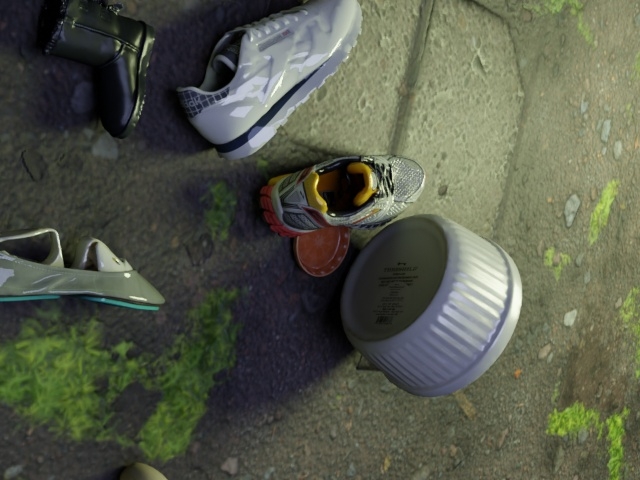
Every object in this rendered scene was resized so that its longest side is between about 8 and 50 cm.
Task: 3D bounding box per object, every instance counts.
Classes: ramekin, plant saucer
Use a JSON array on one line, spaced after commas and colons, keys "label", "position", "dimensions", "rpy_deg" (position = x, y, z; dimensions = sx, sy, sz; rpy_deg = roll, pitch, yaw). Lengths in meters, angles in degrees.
[{"label": "ramekin", "position": [0.118, 0.067, 1.081], "dimensions": [0.109, 0.207, 0.207], "rpy_deg": [35, 76, -34]}, {"label": "plant saucer", "position": [0.000, 0.000, 1.079], "dimensions": [0.083, 0.013, 0.083], "rpy_deg": [-11, 107, -40]}]

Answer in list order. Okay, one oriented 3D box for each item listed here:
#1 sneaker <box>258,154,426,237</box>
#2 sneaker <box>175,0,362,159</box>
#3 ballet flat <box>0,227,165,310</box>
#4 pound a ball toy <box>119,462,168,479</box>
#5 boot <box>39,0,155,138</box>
[{"label": "sneaker", "position": [0.044, -0.053, 1.039], "dimensions": [0.225, 0.093, 0.088], "rpy_deg": [-17, 90, -41]}, {"label": "sneaker", "position": [-0.046, -0.191, 0.947], "dimensions": [0.095, 0.090, 0.235], "rpy_deg": [50, 64, -28]}, {"label": "ballet flat", "position": [-0.226, 0.025, 0.835], "dimensions": [0.213, 0.072, 0.068], "rpy_deg": [8, 90, -43]}, {"label": "pound a ball toy", "position": [-0.248, 0.370, 0.851], "dimensions": [0.208, 0.136, 0.319], "rpy_deg": [20, 87, -44]}, {"label": "boot", "position": [-0.203, -0.161, 0.829], "dimensions": [0.099, 0.045, 0.121], "rpy_deg": [17, 81, -46]}]
